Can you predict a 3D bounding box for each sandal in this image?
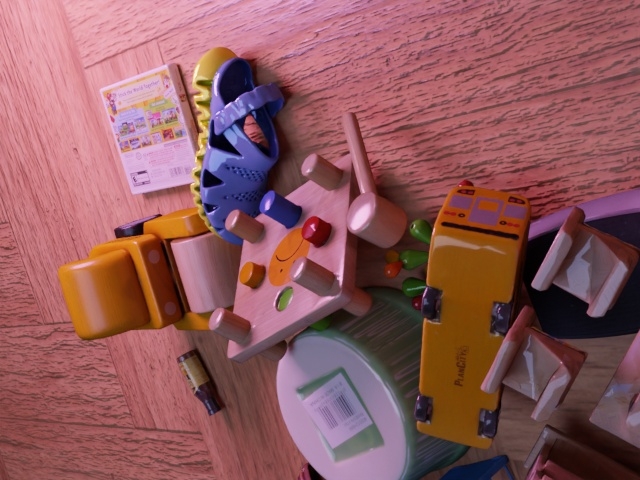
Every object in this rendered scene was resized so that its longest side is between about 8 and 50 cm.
[{"bbox_3d":[-0.122,-0.136,1.587,0.138,0.126,0.317,17,121,36],"label":"sandal"}]

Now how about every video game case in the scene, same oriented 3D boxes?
[{"bbox_3d":[-0.298,-0.193,1.810,0.227,0.026,0.206,-6,103,48],"label":"video game case"}]

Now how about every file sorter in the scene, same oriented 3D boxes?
[{"bbox_3d":[0.203,0.403,1.456,0.118,0.170,0.104,-31,87,48],"label":"file sorter"}]

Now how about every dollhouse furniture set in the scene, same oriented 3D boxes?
[{"bbox_3d":[0.372,0.199,1.152,0.362,0.256,0.394,28,113,13],"label":"dollhouse furniture set"}]

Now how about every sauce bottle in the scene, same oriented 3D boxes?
[{"bbox_3d":[-0.230,0.273,1.938,0.042,0.042,0.128,-38,78,48],"label":"sauce bottle"}]

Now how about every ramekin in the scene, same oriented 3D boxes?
[{"bbox_3d":[0.074,0.236,1.527,0.303,0.148,0.303,21,122,39],"label":"ramekin"}]

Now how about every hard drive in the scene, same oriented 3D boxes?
[{"bbox_3d":[0.351,0.035,1.221,0.254,0.054,0.172,-18,94,48],"label":"hard drive"}]

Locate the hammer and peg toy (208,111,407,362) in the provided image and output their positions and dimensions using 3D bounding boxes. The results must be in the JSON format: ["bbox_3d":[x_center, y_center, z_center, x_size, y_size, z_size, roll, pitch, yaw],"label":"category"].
[{"bbox_3d":[0.000,0.000,1.435,0.361,0.127,0.266,-33,39,38],"label":"hammer and peg toy"}]

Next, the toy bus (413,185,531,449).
[{"bbox_3d":[0.190,0.107,1.286,0.108,0.130,0.333,10,128,15],"label":"toy bus"}]

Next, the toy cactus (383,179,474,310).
[{"bbox_3d":[0.188,0.037,1.370,0.180,0.112,0.219,44,126,9],"label":"toy cactus"}]

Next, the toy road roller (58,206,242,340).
[{"bbox_3d":[-0.298,0.074,1.768,0.329,0.240,0.202,-7,103,47],"label":"toy road roller"}]

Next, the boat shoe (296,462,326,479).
[{"bbox_3d":[0.031,0.420,1.581,0.123,0.123,0.342,-69,16,-7],"label":"boat shoe"}]
